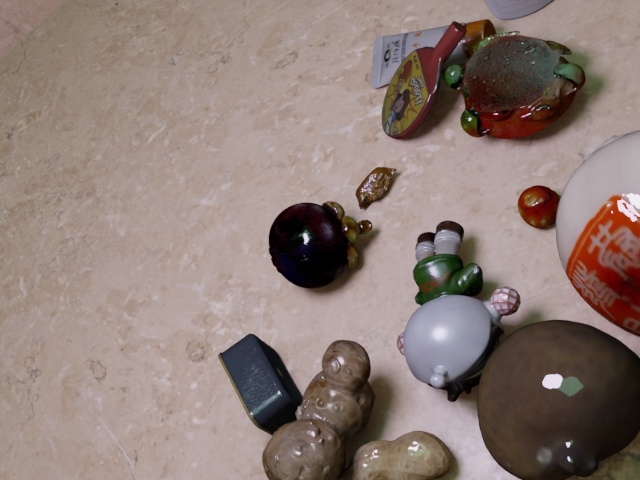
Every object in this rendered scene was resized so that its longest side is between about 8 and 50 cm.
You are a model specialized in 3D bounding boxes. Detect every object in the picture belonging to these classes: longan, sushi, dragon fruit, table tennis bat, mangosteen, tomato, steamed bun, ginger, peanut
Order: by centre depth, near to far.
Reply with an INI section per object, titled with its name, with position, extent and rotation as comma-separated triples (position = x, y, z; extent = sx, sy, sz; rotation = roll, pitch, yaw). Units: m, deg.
[steamed bun]
position = 0.551, 0.010, 1.279
extent = 0.374, 0.374, 0.241
rotation = 15, 39, 35
[longan]
position = 0.397, 0.268, 1.318
extent = 0.300, 0.243, 0.300
rotation = -55, 20, 31
[peanut]
position = 0.135, 0.421, 1.495
extent = 0.228, 0.086, 0.104
rotation = -18, 68, 23
[ginger]
position = 0.007, 0.341, 1.527
extent = 0.155, 0.244, 0.304
rotation = 21, 70, 15
[tomato]
position = 0.435, -0.071, 1.587
extent = 0.087, 0.075, 0.087
rotation = -16, 57, 27
[dragon fruit]
position = 0.412, -0.327, 1.698
extent = 0.295, 0.130, 0.268
rotation = 17, 75, 35
[mangosteen]
position = 0.000, 0.000, 1.745
extent = 0.231, 0.194, 0.194
rotation = -23, 52, -12
[table tennis bat]
position = 0.226, -0.359, 1.787
extent = 0.310, 0.038, 0.200
rotation = -54, 33, 41
[sushi]
position = 0.126, -0.122, 1.806
extent = 0.060, 0.061, 0.118
rotation = 45, 112, 29

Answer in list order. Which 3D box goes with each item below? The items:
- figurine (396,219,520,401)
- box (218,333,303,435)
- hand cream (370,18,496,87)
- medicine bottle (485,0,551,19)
[figurine]
position = 0.244, 0.132, 1.530
extent = 0.281, 0.167, 0.370
rotation = -30, 43, 35
[box]
position = -0.115, 0.301, 1.666
extent = 0.090, 0.144, 0.201
rotation = -38, 52, 3
[hand cream]
position = 0.259, -0.454, 1.888
extent = 0.314, 0.089, 0.139
rotation = -8, 71, 35
[medicine bottle]
position = 0.411, -0.625, 1.750
extent = 0.161, 0.296, 0.111
rotation = -18, 58, 22
